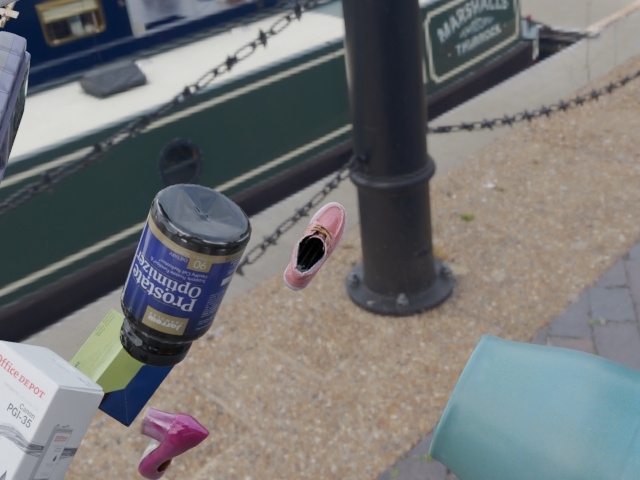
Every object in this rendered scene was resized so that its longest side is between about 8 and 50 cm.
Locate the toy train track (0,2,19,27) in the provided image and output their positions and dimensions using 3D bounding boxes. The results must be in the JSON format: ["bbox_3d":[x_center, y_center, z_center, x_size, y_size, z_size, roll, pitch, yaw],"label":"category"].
[{"bbox_3d":[-0.462,-0.357,1.143,0.048,0.014,0.083,20,82,31],"label":"toy train track"}]

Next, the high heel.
[{"bbox_3d":[-0.260,0.381,1.384,0.117,0.244,0.082,18,43,6],"label":"high heel"}]

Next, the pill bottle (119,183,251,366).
[{"bbox_3d":[-0.176,0.049,0.953,0.123,0.219,0.122,19,31,-12],"label":"pill bottle"}]

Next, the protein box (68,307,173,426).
[{"bbox_3d":[-0.470,0.293,1.800,0.199,0.136,0.201,-54,30,-14],"label":"protein box"}]

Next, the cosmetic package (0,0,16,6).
[{"bbox_3d":[-0.301,-0.384,0.832,0.224,0.138,0.224,-8,47,25],"label":"cosmetic package"}]

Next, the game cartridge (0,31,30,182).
[{"bbox_3d":[-0.595,-0.203,1.411,0.068,0.355,0.230,20,68,-17],"label":"game cartridge"}]

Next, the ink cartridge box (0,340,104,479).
[{"bbox_3d":[-0.550,0.350,1.393,0.207,0.117,0.282,24,87,34],"label":"ink cartridge box"}]

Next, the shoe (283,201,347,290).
[{"bbox_3d":[0.000,0.000,1.285,0.064,0.081,0.178,32,67,-1],"label":"shoe"}]

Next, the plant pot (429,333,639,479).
[{"bbox_3d":[0.289,0.250,0.981,0.255,0.271,0.271,25,41,18],"label":"plant pot"}]
